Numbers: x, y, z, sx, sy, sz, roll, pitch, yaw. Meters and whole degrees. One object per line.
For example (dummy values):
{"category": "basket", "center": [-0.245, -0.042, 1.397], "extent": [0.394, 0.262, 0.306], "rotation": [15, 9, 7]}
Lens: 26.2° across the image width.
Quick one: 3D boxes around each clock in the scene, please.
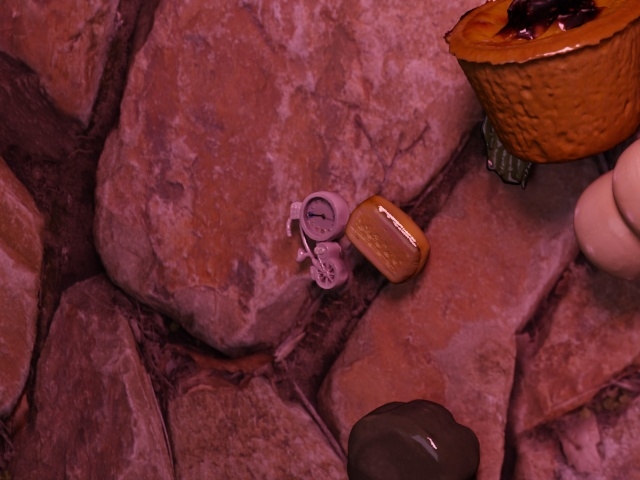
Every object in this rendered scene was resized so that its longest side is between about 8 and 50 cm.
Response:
{"category": "clock", "center": [0.000, 0.000, 1.811], "extent": [0.087, 0.041, 0.129], "rotation": [-4, 93, 37]}

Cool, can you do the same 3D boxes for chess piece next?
{"category": "chess piece", "center": [0.369, -0.058, 1.392], "extent": [0.167, 0.167, 0.299], "rotation": [60, 142, 12]}

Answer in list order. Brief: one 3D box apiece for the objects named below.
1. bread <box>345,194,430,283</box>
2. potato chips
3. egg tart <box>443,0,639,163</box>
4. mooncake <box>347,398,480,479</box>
{"category": "bread", "center": [0.089, -0.004, 1.724], "extent": [0.115, 0.056, 0.082], "rotation": [43, 126, 16]}
{"category": "potato chips", "center": [0.231, -0.164, 1.580], "extent": [0.092, 0.028, 0.208], "rotation": [26, 118, 32]}
{"category": "egg tart", "center": [0.246, -0.183, 1.447], "extent": [0.215, 0.215, 0.171], "rotation": [6, 123, 39]}
{"category": "mooncake", "center": [0.119, 0.283, 1.740], "extent": [0.168, 0.104, 0.175], "rotation": [-45, 74, 35]}
